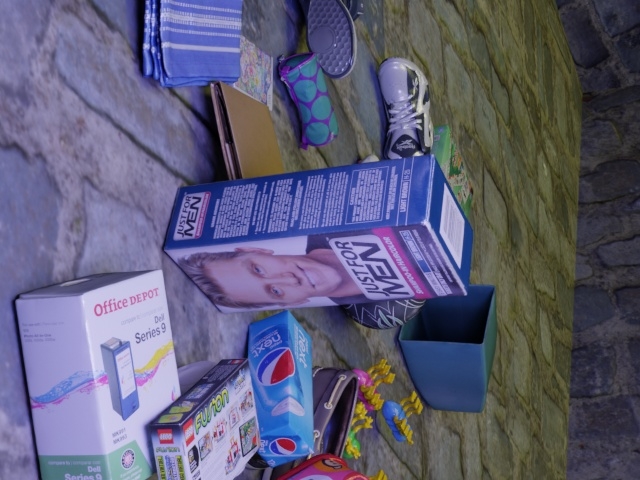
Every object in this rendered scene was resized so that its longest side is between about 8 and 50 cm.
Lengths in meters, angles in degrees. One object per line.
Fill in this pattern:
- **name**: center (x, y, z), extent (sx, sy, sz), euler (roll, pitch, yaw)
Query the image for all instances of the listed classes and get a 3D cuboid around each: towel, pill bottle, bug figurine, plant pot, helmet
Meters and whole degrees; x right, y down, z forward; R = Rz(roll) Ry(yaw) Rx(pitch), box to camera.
- **towel**: center (-0.146, -0.367, 1.408), extent (0.243, 0.040, 0.336), euler (-19, 117, -67)
- **pill bottle**: center (-0.140, 0.225, 1.346), extent (0.078, 0.078, 0.137), euler (-51, 131, -58)
- **bug figurine**: center (0.084, 0.333, 1.843), extent (0.216, 0.072, 0.279), euler (65, 34, -25)
- **plant pot**: center (0.268, 0.226, 2.188), extent (0.166, 0.165, 0.234), euler (-69, 153, -45)
- **helmet**: center (0.103, 0.070, 1.828), extent (0.169, 0.169, 0.162), euler (45, 29, -56)

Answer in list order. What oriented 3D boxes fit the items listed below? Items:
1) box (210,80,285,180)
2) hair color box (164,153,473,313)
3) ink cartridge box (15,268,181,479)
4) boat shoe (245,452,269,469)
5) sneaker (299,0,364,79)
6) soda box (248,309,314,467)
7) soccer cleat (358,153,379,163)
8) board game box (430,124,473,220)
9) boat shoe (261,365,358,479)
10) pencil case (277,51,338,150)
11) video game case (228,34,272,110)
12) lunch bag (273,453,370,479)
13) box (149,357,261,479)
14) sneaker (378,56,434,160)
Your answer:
- **box**: center (-0.094, -0.126, 1.525), extent (0.201, 0.021, 0.165), euler (10, 65, -73)
- **hair color box**: center (0.000, 0.000, 1.373), extent (0.174, 0.347, 0.105), euler (54, 38, -49)
- **ink cartridge box**: center (-0.226, 0.146, 1.148), extent (0.154, 0.093, 0.213), euler (-18, 101, -66)
- **boat shoe**: center (-0.089, 0.276, 1.487), extent (0.152, 0.049, 0.056), euler (47, 45, -54)
- **sneaker**: center (0.030, -0.353, 1.796), extent (0.163, 0.086, 0.226), euler (21, 50, -65)
- **soda box**: center (-0.055, 0.198, 1.483), extent (0.071, 0.067, 0.210), euler (55, 20, -36)
- **soccer cleat**: center (0.092, -0.076, 1.937), extent (0.068, 0.076, 0.196), euler (62, 32, -42)
- **board game box**: center (0.265, -0.065, 2.369), extent (0.214, 0.046, 0.317), euler (61, 33, -41)
- **boat shoe**: center (-0.013, 0.331, 1.591), extent (0.117, 0.096, 0.324), euler (59, 35, -46)
- **pencil case**: center (-0.019, -0.222, 1.728), extent (0.070, 0.064, 0.152), euler (-34, 125, -20)
- **video game case**: center (-0.102, -0.248, 1.610), extent (0.122, 0.011, 0.087), euler (23, 64, -64)
- **lunch bag**: center (-0.022, 0.456, 1.439), extent (0.258, 0.120, 0.293), euler (-27, 116, -24)
- **box**: center (-0.123, 0.218, 1.217), extent (0.207, 0.036, 0.114), euler (-38, 122, -69)
- **sneaker**: center (0.164, -0.226, 2.108), extent (0.153, 0.094, 0.235), euler (-83, 165, -45)
